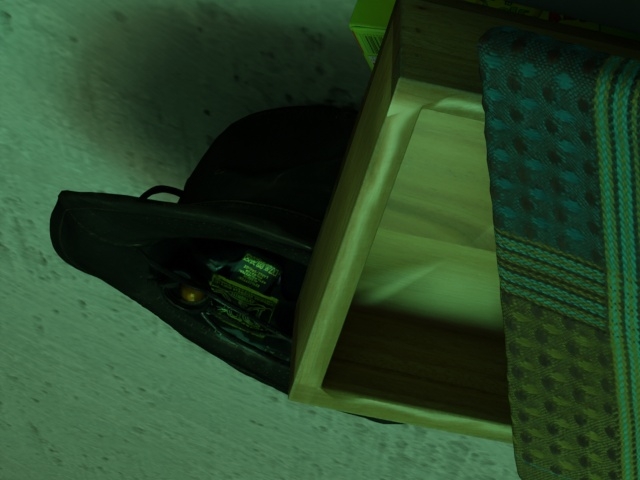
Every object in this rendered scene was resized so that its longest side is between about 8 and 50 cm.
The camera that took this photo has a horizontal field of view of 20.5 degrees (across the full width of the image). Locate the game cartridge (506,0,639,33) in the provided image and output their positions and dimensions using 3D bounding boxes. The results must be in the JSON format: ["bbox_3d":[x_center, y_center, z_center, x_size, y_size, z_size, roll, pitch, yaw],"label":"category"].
[{"bbox_3d":[0.148,-0.148,0.695,0.294,0.060,0.196,15,160,9],"label":"game cartridge"}]

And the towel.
[{"bbox_3d":[0.232,0.068,0.673,0.370,0.040,0.271,21,141,29],"label":"towel"}]

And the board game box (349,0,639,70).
[{"bbox_3d":[0.114,-0.088,0.867,0.181,0.043,0.092,9,156,24],"label":"board game box"}]

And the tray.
[{"bbox_3d":[0.208,0.023,0.826,0.411,0.076,0.203,11,133,-8],"label":"tray"}]

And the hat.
[{"bbox_3d":[0.000,0.000,1.051,0.331,0.134,0.331,24,163,8],"label":"hat"}]
